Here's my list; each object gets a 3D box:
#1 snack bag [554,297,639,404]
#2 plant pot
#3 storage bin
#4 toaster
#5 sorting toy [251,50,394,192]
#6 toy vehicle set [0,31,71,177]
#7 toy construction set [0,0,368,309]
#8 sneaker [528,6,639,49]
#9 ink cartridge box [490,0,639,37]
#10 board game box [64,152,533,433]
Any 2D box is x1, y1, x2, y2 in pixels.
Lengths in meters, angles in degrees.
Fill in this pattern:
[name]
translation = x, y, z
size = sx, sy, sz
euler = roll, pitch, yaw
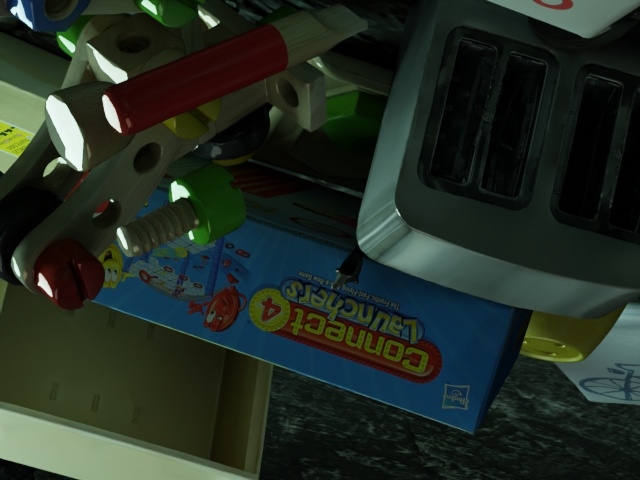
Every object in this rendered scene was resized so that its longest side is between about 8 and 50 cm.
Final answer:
[snack bag]
translation = 0.348, 0.105, 1.499
size = 0.323, 0.037, 0.342
euler = 3, 161, 28
[plant pot]
translation = 0.191, 0.045, 1.316
size = 0.134, 0.095, 0.134
euler = 12, 164, 3
[storage bin]
translation = -0.183, 0.090, 1.487
size = 0.262, 0.260, 0.123
euler = 18, 146, -16
[toaster]
translation = 0.115, -0.045, 0.928
size = 0.168, 0.186, 0.110
euler = 16, 168, -6
[sorting toy]
translation = 0.020, -0.073, 1.157
size = 0.307, 0.041, 0.229
euler = 16, 163, -11
[toy vehicle set]
translation = -0.254, -0.097, 1.298
size = 0.166, 0.035, 0.267
euler = 22, 161, -29
[toy construction set]
translation = -0.077, -0.108, 0.888
size = 0.237, 0.257, 0.309
euler = -26, -156, -29
[sneaker]
translation = 0.159, -0.146, 0.806
size = 0.170, 0.051, 0.089
euler = -9, 153, 41
[ink cartridge box]
translation = 0.077, -0.195, 0.489
size = 0.171, 0.168, 0.232
euler = 19, 163, -16
[board game box]
translation = -0.004, 0.020, 1.142
size = 0.302, 0.086, 0.308
euler = 18, -172, 10
